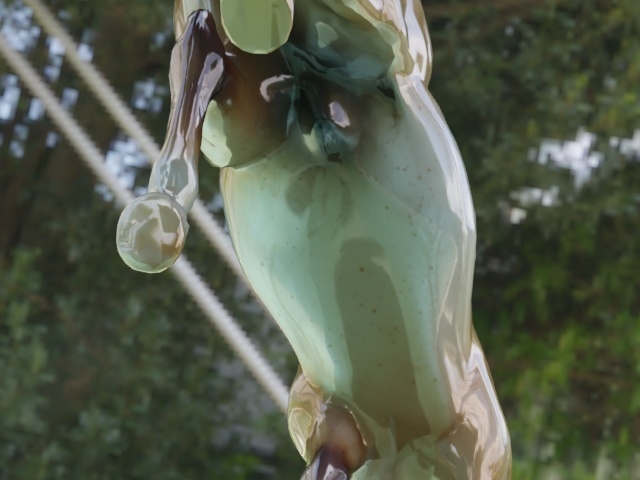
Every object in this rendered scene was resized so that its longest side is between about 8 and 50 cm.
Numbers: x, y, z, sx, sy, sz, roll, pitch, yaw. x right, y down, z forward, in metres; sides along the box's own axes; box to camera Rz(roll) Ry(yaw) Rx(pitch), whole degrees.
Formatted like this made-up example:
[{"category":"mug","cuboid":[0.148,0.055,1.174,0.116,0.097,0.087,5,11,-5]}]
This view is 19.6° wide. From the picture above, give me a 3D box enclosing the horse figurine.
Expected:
[{"category":"horse figurine","cuboid":[0.000,0.000,0.413,0.066,0.263,0.174,-15,20,11]}]
